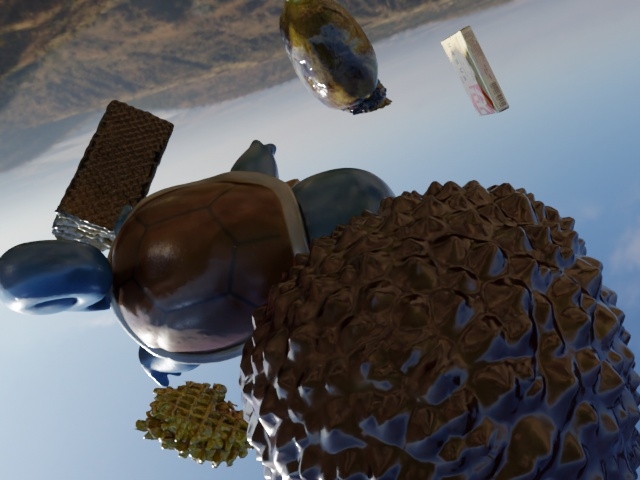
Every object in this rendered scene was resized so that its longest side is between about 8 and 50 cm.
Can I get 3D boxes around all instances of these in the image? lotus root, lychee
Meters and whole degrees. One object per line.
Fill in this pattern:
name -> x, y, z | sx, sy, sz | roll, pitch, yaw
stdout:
lotus root -> 0.012, -0.354, 1.185 | 0.141, 0.314, 0.169 | -40, -153, -3
lychee -> 0.092, 0.108, 0.482 | 0.306, 0.306, 0.330 | -3, -128, 59

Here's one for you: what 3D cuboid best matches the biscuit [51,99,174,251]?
biscuit -> -0.308, -0.093, 0.952 | 0.070, 0.106, 0.252 | -49, -156, 51

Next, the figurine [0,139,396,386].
figurine -> -0.121, 0.018, 0.709 | 0.417, 0.297, 0.243 | -9, 161, -15

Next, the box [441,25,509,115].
box -> 0.162, -0.175, 0.665 | 0.015, 0.093, 0.058 | -30, -170, -4

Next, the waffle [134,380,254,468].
waffle -> -0.202, 0.310, 1.103 | 0.193, 0.070, 0.197 | 26, -165, 25

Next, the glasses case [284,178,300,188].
glasses case -> 0.000, 0.000, 1.075 | 0.049, 0.218, 0.075 | -13, -145, 49
